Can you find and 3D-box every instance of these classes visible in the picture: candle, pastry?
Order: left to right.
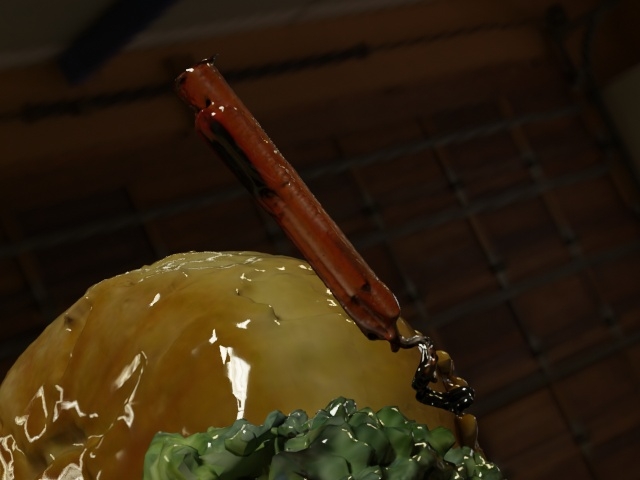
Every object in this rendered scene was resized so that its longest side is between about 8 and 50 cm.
[{"bbox_3d":[-0.060,0.203,1.085,0.245,0.409,0.409,15,-35,-41],"label":"pastry"},{"bbox_3d":[-0.001,0.001,0.657,0.021,0.167,0.026,-44,-11,34],"label":"candle"}]

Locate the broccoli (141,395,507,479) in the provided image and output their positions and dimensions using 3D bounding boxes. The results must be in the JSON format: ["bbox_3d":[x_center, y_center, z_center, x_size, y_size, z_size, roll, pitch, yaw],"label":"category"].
[{"bbox_3d":[-0.002,0.181,0.562,0.243,0.263,0.247,-53,-17,18],"label":"broccoli"}]
